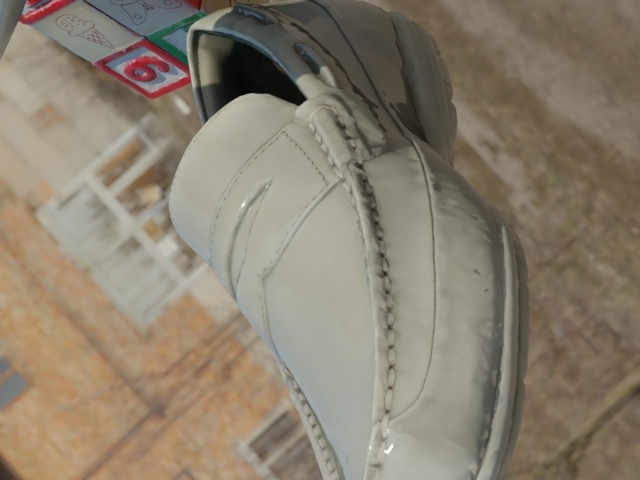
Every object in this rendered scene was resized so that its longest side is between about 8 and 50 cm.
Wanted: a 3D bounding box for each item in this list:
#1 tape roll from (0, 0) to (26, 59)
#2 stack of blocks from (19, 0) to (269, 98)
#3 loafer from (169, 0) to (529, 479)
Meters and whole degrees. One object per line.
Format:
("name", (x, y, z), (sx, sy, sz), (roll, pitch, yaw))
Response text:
("tape roll", (-0.283, -0.139, 0.521), (0.392, 0.392, 0.072), (50, -161, -23))
("stack of blocks", (-0.099, -0.248, 0.842), (0.087, 0.297, 0.171), (-18, 144, 41))
("loafer", (0.000, 0.000, 0.582), (0.111, 0.112, 0.319), (9, -153, -12))
